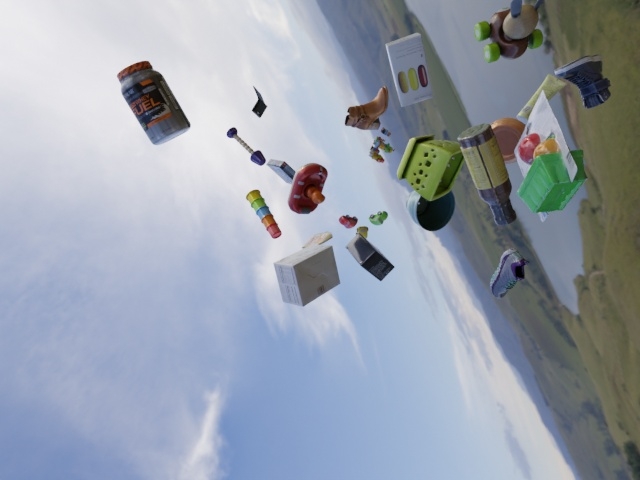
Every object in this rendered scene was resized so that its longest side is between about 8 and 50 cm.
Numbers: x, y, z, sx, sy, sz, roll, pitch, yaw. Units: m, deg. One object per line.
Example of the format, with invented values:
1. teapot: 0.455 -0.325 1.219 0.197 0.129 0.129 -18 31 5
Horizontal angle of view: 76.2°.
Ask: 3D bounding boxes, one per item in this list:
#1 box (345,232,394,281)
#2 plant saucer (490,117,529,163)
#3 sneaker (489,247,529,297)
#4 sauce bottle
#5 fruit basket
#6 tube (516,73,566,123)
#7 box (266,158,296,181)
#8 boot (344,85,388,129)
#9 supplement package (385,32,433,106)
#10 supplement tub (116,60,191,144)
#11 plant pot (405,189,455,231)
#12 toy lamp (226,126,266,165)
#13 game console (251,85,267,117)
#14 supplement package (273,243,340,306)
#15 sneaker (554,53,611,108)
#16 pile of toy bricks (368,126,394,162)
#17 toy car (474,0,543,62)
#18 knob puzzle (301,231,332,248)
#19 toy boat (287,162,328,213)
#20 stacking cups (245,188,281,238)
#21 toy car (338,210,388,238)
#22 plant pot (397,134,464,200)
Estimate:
1. box: 0.213 0.071 1.761 0.158 0.093 0.156 36 -169 -38
2. plant saucer: 0.790 -0.420 1.745 0.037 0.200 0.200 -36 -80 -41
3. sneaker: 0.699 0.143 1.512 0.098 0.083 0.223 -118 22 -54
4. sauce bottle: 0.555 -0.206 1.337 0.344 0.111 0.111 61 -159 -23
5. fruit basket: 0.803 -0.293 1.458 0.327 0.166 0.352 77 -167 -60
6. tube: 1.007 -0.645 1.872 0.070 0.240 0.062 37 -175 -23
7. box: -0.186 -0.360 2.165 0.159 0.044 0.233 40 175 -28
8. boot: 0.273 -0.794 2.445 0.220 0.283 0.109 3 -131 -15
9. supplement package: 0.365 -0.696 1.671 0.134 0.139 0.244 -79 -29 -60
10. supplement tub: -0.722 -0.591 1.768 0.316 0.194 0.193 62 -159 -16
11. plant pot: 0.654 -0.220 2.533 0.293 0.293 0.196 52 170 -28
12. toy lamp: -0.402 -0.512 2.241 0.274 0.080 0.080 47 -163 16
13. game console: -0.312 -0.676 1.999 0.071 0.107 0.122 34 -174 8
14. supplement package: -0.060 0.157 1.915 0.262 0.145 0.204 -26 -69 -40
15. sneaker: 0.864 -0.512 1.337 0.226 0.086 0.163 -20 -82 -27
16. pile of toy bricks: 0.316 -0.462 2.005 0.105 0.118 0.212 31 -143 -8
17. toy car: 0.536 -0.606 1.115 0.188 0.155 0.148 62 -169 -79
18. knob puzzle: 0.000 0.000 2.625 0.030 0.213 0.213 65 -160 -19
19. toy boat: -0.034 -0.204 1.706 0.151 0.231 0.151 -3 -150 -40
20. stacking cups: -0.317 -0.150 2.311 0.316 0.096 0.096 57 -164 27
21. toy car: 0.238 -0.084 2.065 0.239 0.225 0.053 38 -143 -48
22. plant pot: 0.473 -0.330 1.758 0.207 0.228 0.227 35 -145 26
